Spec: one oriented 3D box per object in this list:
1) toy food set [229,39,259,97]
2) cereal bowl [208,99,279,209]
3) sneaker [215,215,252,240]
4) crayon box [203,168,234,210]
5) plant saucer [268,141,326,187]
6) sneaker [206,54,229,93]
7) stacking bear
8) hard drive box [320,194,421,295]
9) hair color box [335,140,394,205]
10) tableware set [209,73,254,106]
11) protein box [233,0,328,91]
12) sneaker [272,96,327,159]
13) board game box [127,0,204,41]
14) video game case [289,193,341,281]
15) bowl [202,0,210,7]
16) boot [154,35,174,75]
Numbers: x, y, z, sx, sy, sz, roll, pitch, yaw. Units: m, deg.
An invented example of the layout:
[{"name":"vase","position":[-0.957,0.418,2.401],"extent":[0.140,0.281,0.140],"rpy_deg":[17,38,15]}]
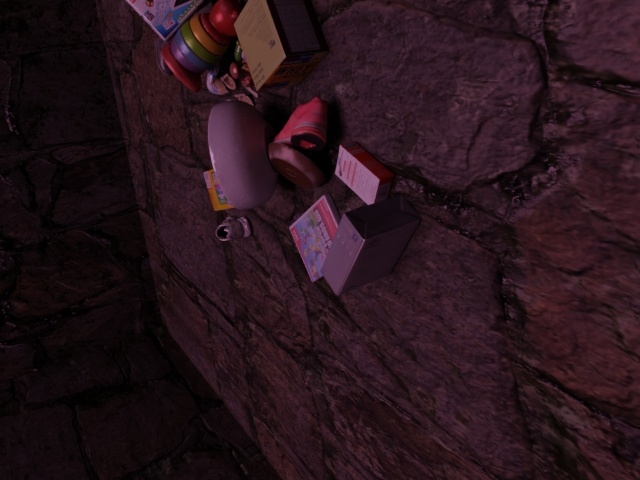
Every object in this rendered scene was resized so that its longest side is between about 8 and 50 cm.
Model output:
[{"name":"toy food set","position":[-0.243,-0.561,1.720],"extent":[0.128,0.071,0.218],"rpy_deg":[52,145,31]},{"name":"cereal bowl","position":[-0.210,-0.269,1.661],"extent":[0.339,0.141,0.340],"rpy_deg":[-9,-90,-75]},{"name":"sneaker","position":[-0.384,-0.043,2.198],"extent":[0.262,0.120,0.100],"rpy_deg":[-9,98,60]},{"name":"crayon box","position":[-0.354,-0.209,2.093],"extent":[0.278,0.081,0.166],"rpy_deg":[-1,106,59]},{"name":"plant saucer","position":[-0.076,-0.207,1.558],"extent":[0.198,0.036,0.199],"rpy_deg":[30,167,8]},{"name":"sneaker","position":[-0.357,-0.631,1.877],"extent":[0.086,0.085,0.238],"rpy_deg":[9,113,29]},{"name":"stacking bear","position":[-0.354,-0.647,1.719],"extent":[0.289,0.164,0.176],"rpy_deg":[-33,41,26]},{"name":"hard drive box","position":[0.119,0.015,1.332],"extent":[0.089,0.181,0.232],"rpy_deg":[55,146,27]},{"name":"hair color box","position":[0.109,-0.169,1.373],"extent":[0.167,0.053,0.093],"rpy_deg":[47,143,34]},{"name":"tableware set","position":[-0.303,-0.497,1.833],"extent":[0.141,0.020,0.169],"rpy_deg":[-3,131,52]},{"name":"protein box","position":[-0.109,-0.542,1.442],"extent":[0.199,0.135,0.201],"rpy_deg":[-23,86,60]},{"name":"sneaker","position":[-0.045,-0.315,1.528],"extent":[0.313,0.115,0.136],"rpy_deg":[-3,70,68]},{"name":"board game box","position":[-0.447,-0.802,1.679],"extent":[0.193,0.305,0.053],"rpy_deg":[46,-164,-16]},{"name":"video game case","position":[0.000,0.000,1.679],"extent":[0.285,0.025,0.204],"rpy_deg":[-38,73,59]},{"name":"bowl","position":[-0.393,-0.846,1.774],"extent":[0.170,0.080,0.170],"rpy_deg":[-2,-90,-77]},{"name":"boot","position":[-0.625,-0.808,2.234],"extent":[0.208,0.076,0.190],"rpy_deg":[-14,96,54]}]
